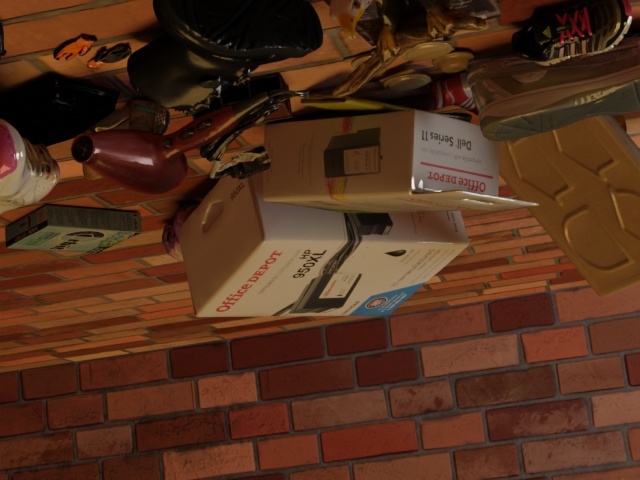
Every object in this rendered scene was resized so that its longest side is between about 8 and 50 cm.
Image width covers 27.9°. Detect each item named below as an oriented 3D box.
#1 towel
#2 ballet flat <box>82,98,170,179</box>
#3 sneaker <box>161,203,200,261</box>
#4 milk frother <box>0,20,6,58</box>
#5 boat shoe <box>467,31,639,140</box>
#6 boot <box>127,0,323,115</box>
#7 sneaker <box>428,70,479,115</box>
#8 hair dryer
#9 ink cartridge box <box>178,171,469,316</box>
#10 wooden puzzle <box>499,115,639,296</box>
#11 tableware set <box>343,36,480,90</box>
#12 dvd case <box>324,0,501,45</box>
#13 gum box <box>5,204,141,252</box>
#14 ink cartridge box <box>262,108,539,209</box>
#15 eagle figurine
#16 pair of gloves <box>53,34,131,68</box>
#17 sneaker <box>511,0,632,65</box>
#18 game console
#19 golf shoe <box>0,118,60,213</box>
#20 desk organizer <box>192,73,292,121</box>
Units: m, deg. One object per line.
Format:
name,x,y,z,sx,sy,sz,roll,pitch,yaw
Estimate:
towel,0.094,-0.183,1.785,0.237,0.021,0.102,4,180,-39
ballet flat,-0.284,-0.142,1.747,0.067,0.073,0.206,19,146,-35
sneaker,-0.242,-0.005,2.326,0.104,0.095,0.236,10,166,9
milk frother,-0.418,-0.199,1.360,0.134,0.129,0.143,29,-164,-3
boat shoe,0.352,-0.217,1.666,0.320,0.103,0.118,-16,163,4
boot,-0.145,-0.212,1.422,0.207,0.094,0.246,-21,168,36
sneaker,0.188,-0.197,1.784,0.067,0.042,0.118,-13,160,16
hair dryer,-0.175,-0.135,1.623,0.293,0.080,0.224,-15,158,-24
ink cartridge box,0.000,0.000,2.163,0.394,0.166,0.285,1,151,-30
wooden puzzle,0.414,-0.084,1.930,0.080,0.322,0.348,-39,-179,-21
tableware set,0.122,-0.229,1.664,0.141,0.020,0.168,-13,167,29
dvd case,0.098,-0.275,1.448,0.164,0.018,0.221,-10,168,20
gum box,-0.432,-0.018,2.255,0.184,0.041,0.157,5,163,-39
ink cartridge box,0.112,-0.107,1.814,0.353,0.119,0.207,0,175,42
eagle figurine,0.011,-0.270,1.151,0.298,0.225,0.226,38,97,-31
pair of gloves,-0.268,-0.220,1.518,0.083,0.010,0.074,5,163,-45
sneaker,0.296,-0.251,1.551,0.074,0.063,0.170,-5,174,-37
game console,-0.436,-0.168,1.587,0.213,0.044,0.361,-16,166,34
golf shoe,-0.391,-0.099,1.622,0.140,0.115,0.306,-14,178,-23
desk organizer,-0.107,-0.181,1.694,0.130,0.047,0.050,-9,165,8
